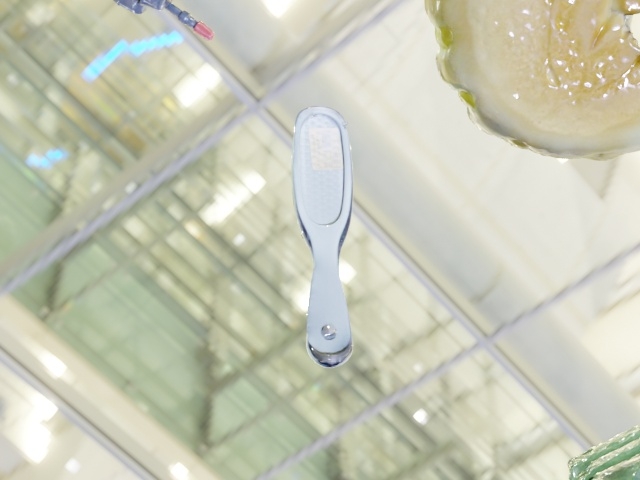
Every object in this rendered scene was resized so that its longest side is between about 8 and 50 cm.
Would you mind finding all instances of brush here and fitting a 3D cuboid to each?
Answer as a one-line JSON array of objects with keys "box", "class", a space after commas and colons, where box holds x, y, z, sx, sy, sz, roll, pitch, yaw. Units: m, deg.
[{"box": [0.000, 0.000, 1.729, 0.060, 0.068, 0.297, 118, -27, -66], "class": "brush"}]

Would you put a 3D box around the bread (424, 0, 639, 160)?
[{"box": [0.245, -0.245, 1.530, 0.333, 0.333, 0.160, -39, -162, 12], "class": "bread"}]

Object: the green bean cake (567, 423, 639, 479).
[{"box": [0.373, 0.358, 1.628, 0.169, 0.308, 0.300, -27, -174, 4], "class": "green bean cake"}]

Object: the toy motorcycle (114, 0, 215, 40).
[{"box": [-0.128, -0.332, 1.692, 0.272, 0.182, 0.123, -51, 176, -38], "class": "toy motorcycle"}]
